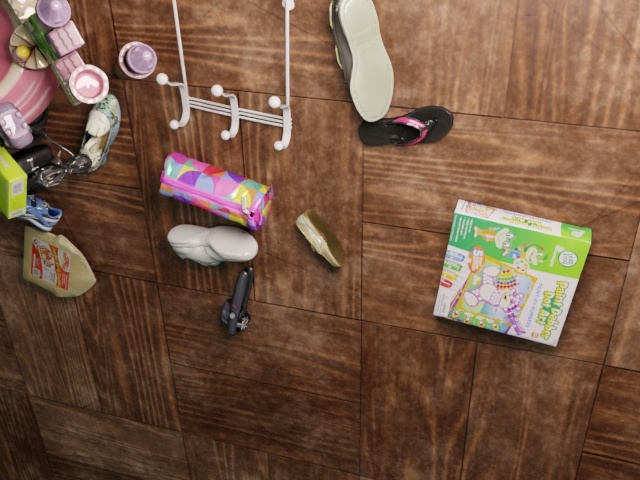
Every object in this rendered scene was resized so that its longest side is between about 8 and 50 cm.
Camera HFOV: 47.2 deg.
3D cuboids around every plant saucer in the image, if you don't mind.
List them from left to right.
[{"bbox_3d":[-0.660,-0.359,1.386,0.332,0.084,0.331,0,89,1],"label":"plant saucer"}]

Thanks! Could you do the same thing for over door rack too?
[{"bbox_3d":[-0.168,-0.325,1.313,0.240,0.108,0.324,14,125,12],"label":"over door rack"}]

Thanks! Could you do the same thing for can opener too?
[{"bbox_3d":[-0.184,0.138,1.642,0.073,0.059,0.186,23,127,6],"label":"can opener"}]

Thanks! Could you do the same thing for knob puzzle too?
[{"bbox_3d":[-0.629,0.059,1.782,0.213,0.030,0.213,10,123,15],"label":"knob puzzle"}]

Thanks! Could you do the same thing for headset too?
[{"bbox_3d":[-0.645,-0.191,1.534,0.394,0.185,0.243,16,126,25],"label":"headset"}]

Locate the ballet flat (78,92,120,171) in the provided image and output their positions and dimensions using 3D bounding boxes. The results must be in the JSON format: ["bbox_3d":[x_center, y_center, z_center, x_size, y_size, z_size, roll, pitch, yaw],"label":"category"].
[{"bbox_3d":[-0.463,-0.217,1.522,0.070,0.070,0.188,27,126,3],"label":"ballet flat"}]

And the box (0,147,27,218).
[{"bbox_3d":[-0.645,-0.141,1.454,0.178,0.042,0.109,45,138,21],"label":"box"}]

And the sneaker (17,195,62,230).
[{"bbox_3d":[-0.655,-0.075,1.668,0.059,0.053,0.144,-34,144,18],"label":"sneaker"}]

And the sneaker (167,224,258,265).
[{"bbox_3d":[-0.224,0.022,1.585,0.212,0.080,0.094,10,136,24],"label":"sneaker"}]

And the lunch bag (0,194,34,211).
[{"bbox_3d":[-0.706,-0.103,1.695,0.083,0.053,0.071,8,127,-14],"label":"lunch bag"}]

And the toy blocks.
[{"bbox_3d":[-0.463,-0.346,1.234,0.288,0.309,0.260,62,160,-18],"label":"toy blocks"}]

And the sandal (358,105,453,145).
[{"bbox_3d":[0.151,-0.196,1.312,0.179,0.040,0.067,-7,118,25],"label":"sandal"}]

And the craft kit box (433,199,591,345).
[{"bbox_3d":[0.357,0.065,1.393,0.247,0.061,0.249,12,125,11],"label":"craft kit box"}]

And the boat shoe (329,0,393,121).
[{"bbox_3d":[0.069,-0.316,1.254,0.081,0.068,0.227,-22,123,-13],"label":"boat shoe"}]

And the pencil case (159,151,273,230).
[{"bbox_3d":[-0.209,-0.099,1.478,0.237,0.104,0.104,20,126,9],"label":"pencil case"}]

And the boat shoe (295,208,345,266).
[{"bbox_3d":[0.000,0.000,1.494,0.045,0.050,0.135,-30,97,36],"label":"boat shoe"}]
